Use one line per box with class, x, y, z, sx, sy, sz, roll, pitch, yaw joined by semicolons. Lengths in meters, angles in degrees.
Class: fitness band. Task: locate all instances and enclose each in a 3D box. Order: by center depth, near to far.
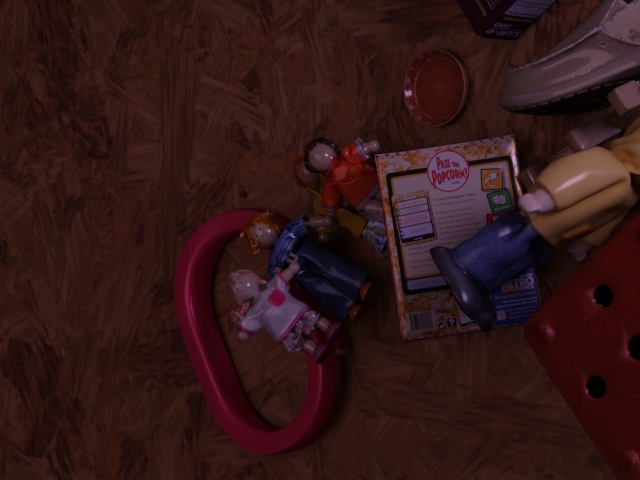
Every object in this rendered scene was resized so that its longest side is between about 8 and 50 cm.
fitness band;-0.070;0.102;2.194;0.209;0.054;0.291;-36;67;39

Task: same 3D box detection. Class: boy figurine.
boy figurine;0.249;-0.026;1.837;0.285;0.177;0.092;-32;64;6

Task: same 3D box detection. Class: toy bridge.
toy bridge;0.267;-0.105;1.867;0.026;0.063;0.188;58;144;10

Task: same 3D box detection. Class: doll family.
doll family;0.000;0.000;2.075;0.163;0.118;0.263;35;103;16

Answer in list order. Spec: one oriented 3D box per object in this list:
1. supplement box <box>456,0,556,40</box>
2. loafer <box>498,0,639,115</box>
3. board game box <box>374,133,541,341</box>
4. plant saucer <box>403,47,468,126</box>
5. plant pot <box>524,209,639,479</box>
supplement box;0.223;-0.323;1.900;0.239;0.073;0.130;-43;64;33
loafer;0.287;-0.192;1.836;0.268;0.102;0.092;-20;77;31
board game box;0.141;-0.001;1.949;0.146;0.045;0.194;-8;85;1
plant saucer;0.124;-0.162;2.033;0.083;0.013;0.084;2;94;41
plant pot;0.343;0.089;1.699;0.267;0.235;0.267;-48;61;32
